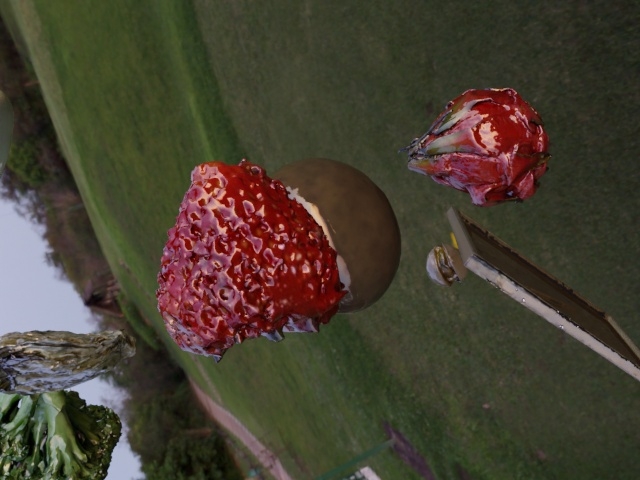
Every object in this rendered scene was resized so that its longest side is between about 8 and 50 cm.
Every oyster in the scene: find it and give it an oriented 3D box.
[{"bbox_3d":[-0.273,0.118,0.628,0.177,0.125,0.064,59,-161,-72],"label":"oyster"}]

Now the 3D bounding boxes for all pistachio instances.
[{"bbox_3d":[0.305,0.057,1.475,0.113,0.113,0.149,61,-176,29],"label":"pistachio"}]

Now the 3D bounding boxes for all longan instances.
[{"bbox_3d":[0.000,0.000,0.911,0.248,0.248,0.248,160,90,-74],"label":"longan"}]

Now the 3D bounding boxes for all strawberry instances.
[{"bbox_3d":[-0.077,0.016,0.621,0.187,0.184,0.201,-5,104,29],"label":"strawberry"}]

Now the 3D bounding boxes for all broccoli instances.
[{"bbox_3d":[-0.533,0.381,1.169,0.308,0.308,0.275,51,129,49],"label":"broccoli"}]

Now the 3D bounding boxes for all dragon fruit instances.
[{"bbox_3d":[0.287,-0.163,1.127,0.233,0.293,0.233,55,156,39],"label":"dragon fruit"}]

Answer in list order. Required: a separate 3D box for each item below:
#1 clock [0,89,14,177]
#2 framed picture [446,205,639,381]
[{"bbox_3d":[-0.522,-0.057,0.746,0.109,0.265,0.324,40,136,-6],"label":"clock"},{"bbox_3d":[0.336,0.079,0.894,0.335,0.022,0.247,33,-162,-5],"label":"framed picture"}]
